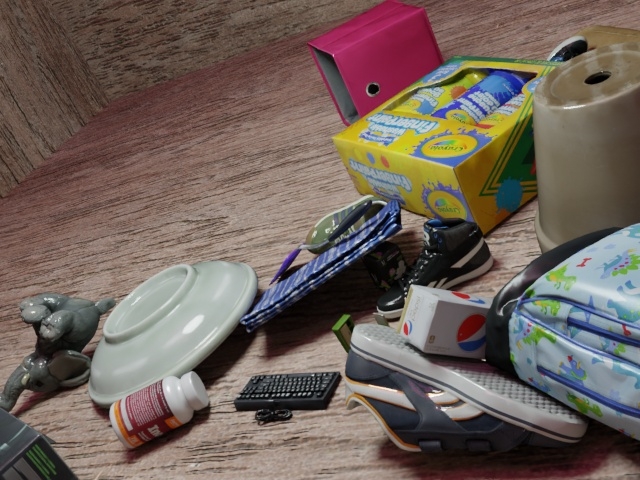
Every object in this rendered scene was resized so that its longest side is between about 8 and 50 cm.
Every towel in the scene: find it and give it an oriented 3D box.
[{"bbox_3d":[0.008,0.035,1.452,0.336,0.040,0.243,-35,5,10],"label":"towel"}]

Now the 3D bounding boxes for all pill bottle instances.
[{"bbox_3d":[-0.272,0.284,1.350,0.152,0.086,0.086,-27,26,4],"label":"pill bottle"}]

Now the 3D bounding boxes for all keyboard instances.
[{"bbox_3d":[-0.061,0.250,1.285,0.180,0.023,0.108,-10,32,34],"label":"keyboard"}]

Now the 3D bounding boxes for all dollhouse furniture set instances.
[{"bbox_3d":[0.094,0.156,1.264,0.151,0.058,0.076,4,41,47],"label":"dollhouse furniture set"}]

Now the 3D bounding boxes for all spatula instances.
[{"bbox_3d":[0.000,0.000,1.543,0.296,0.030,0.084,-35,4,37],"label":"spatula"}]

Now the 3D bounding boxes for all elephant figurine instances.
[{"bbox_3d":[-0.552,0.239,1.649,0.186,0.239,0.169,10,14,7],"label":"elephant figurine"}]

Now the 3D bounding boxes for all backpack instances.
[{"bbox_3d":[0.402,0.104,0.893,0.290,0.273,0.355,-21,37,-19],"label":"backpack"}]

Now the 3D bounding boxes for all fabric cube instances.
[{"bbox_3d":[0.156,-0.444,2.061,0.258,0.254,0.259,-28,26,-4],"label":"fabric cube"}]

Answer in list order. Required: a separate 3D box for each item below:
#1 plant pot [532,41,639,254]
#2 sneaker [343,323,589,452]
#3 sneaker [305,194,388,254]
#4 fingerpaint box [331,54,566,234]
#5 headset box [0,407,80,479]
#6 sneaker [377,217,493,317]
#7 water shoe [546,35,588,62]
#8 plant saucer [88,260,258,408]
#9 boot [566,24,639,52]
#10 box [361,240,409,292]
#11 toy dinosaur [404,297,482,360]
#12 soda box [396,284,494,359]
[{"bbox_3d":[0.449,-0.126,1.189,0.323,0.280,0.323,-23,27,13],"label":"plant pot"},{"bbox_3d":[0.176,0.216,1.027,0.321,0.127,0.126,19,11,30],"label":"sneaker"},{"bbox_3d":[0.062,-0.032,1.620,0.192,0.064,0.086,-34,22,-18],"label":"sneaker"},{"bbox_3d":[0.296,-0.219,1.624,0.371,0.163,0.445,-35,27,-15],"label":"fingerpaint box"},{"bbox_3d":[-0.578,0.423,1.340,0.246,0.131,0.283,5,41,48],"label":"headset box"},{"bbox_3d":[0.174,0.033,1.338,0.217,0.121,0.079,-29,25,-2],"label":"sneaker"},{"bbox_3d":[0.522,-0.358,1.748,0.203,0.073,0.080,-46,36,12],"label":"water shoe"},{"bbox_3d":[-0.311,0.150,1.555,0.400,0.100,0.400,-29,22,13],"label":"plant saucer"},{"bbox_3d":[0.694,-0.451,1.751,0.236,0.089,0.269,-32,25,-10],"label":"boot"},{"bbox_3d":[0.117,0.047,1.408,0.052,0.083,0.062,-37,28,-18],"label":"box"},{"bbox_3d":[0.158,0.170,1.169,0.112,0.064,0.211,-37,30,-18],"label":"toy dinosaur"},{"bbox_3d":[0.213,0.115,1.067,0.216,0.074,0.069,11,9,-30],"label":"soda box"}]
